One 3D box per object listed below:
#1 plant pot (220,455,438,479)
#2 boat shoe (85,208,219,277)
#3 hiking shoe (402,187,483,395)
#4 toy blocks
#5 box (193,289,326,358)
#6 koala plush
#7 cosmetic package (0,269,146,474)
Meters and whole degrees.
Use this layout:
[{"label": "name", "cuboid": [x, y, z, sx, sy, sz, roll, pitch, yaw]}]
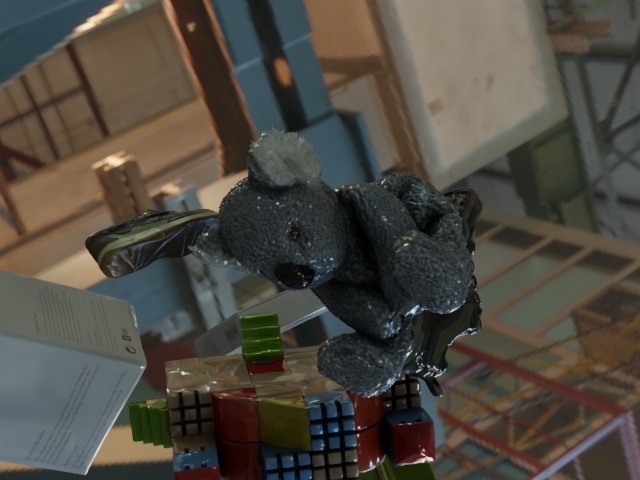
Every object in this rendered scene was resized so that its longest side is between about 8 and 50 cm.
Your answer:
[{"label": "plant pot", "cuboid": [-0.012, 0.437, 1.787, 0.366, 0.353, 0.366, 61, 12, -23]}, {"label": "boat shoe", "cuboid": [-0.163, -0.009, 1.107, 0.049, 0.152, 0.056, 44, -51, 24]}, {"label": "hiking shoe", "cuboid": [0.130, 0.051, 1.209, 0.086, 0.227, 0.114, -3, -37, 48]}, {"label": "toy blocks", "cuboid": [-0.026, 0.203, 1.265, 0.261, 0.382, 0.190, -133, -143, -76]}, {"label": "box", "cuboid": [-0.037, 0.110, 1.902, 0.058, 0.322, 0.232, 66, -29, 5]}, {"label": "koala plush", "cuboid": [0.000, 0.000, 1.053, 0.203, 0.221, 0.196, -89, -155, -47]}, {"label": "cosmetic package", "cuboid": [-0.452, 0.157, 1.467, 0.217, 0.385, 0.156, -58, -148, 21]}]
